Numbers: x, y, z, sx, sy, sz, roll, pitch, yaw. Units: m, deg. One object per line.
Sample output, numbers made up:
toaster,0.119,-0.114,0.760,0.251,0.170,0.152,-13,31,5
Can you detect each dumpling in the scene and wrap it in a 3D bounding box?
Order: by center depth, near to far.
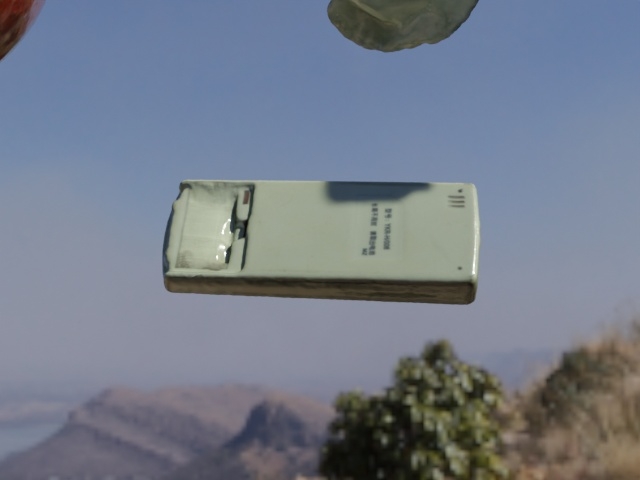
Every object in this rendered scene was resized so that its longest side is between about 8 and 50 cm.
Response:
dumpling,0.083,-0.283,1.307,0.152,0.219,0.108,17,29,-7

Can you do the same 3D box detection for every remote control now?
remote control,0.000,0.000,1.238,0.285,0.123,0.038,0,-39,4

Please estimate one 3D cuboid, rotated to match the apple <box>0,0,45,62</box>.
apple,-0.379,-0.301,1.207,0.348,0.277,0.348,33,-26,18
